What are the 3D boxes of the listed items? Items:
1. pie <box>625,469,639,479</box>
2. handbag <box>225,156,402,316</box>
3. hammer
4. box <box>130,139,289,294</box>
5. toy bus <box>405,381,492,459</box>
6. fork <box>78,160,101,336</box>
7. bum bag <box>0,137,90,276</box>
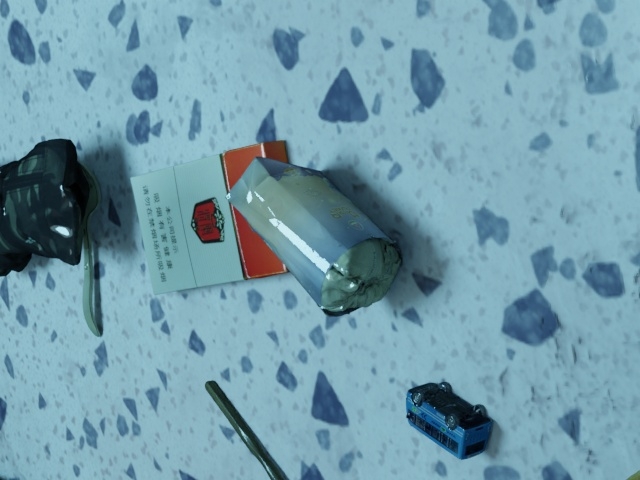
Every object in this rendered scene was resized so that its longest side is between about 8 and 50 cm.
[{"bbox_3d":[0.336,0.317,1.367,0.339,0.083,0.339,19,115,48],"label":"pie"},{"bbox_3d":[0.000,0.000,1.658,0.173,0.117,0.095,45,111,31],"label":"handbag"},{"bbox_3d":[-0.046,0.253,1.851,0.292,0.029,0.058,51,131,32],"label":"hammer"},{"bbox_3d":[-0.111,-0.021,1.851,0.245,0.035,0.139,-8,92,51],"label":"box"},{"bbox_3d":[0.116,0.165,1.621,0.083,0.038,0.046,31,125,43],"label":"toy bus"},{"bbox_3d":[-0.269,0.009,2.062,0.034,0.028,0.219,9,110,41],"label":"fork"},{"bbox_3d":[-0.351,-0.033,2.065,0.340,0.095,0.144,-7,89,60],"label":"bum bag"}]
